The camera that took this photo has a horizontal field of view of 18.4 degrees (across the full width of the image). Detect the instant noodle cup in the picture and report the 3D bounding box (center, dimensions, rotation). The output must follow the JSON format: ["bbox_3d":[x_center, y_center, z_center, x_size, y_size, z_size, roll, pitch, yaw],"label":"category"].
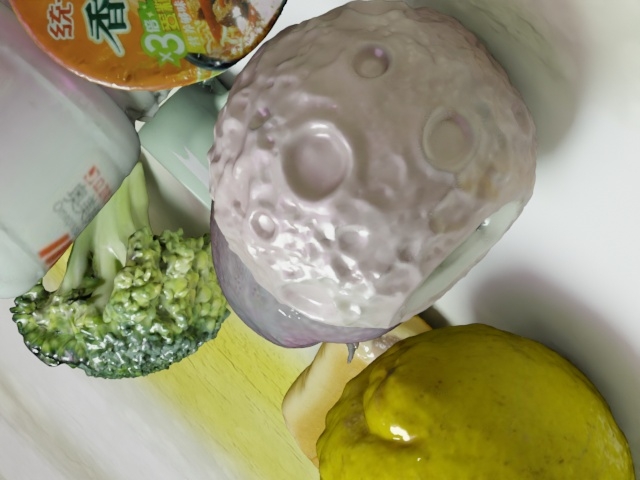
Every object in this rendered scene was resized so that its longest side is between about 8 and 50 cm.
[{"bbox_3d":[-0.132,-0.232,1.579,0.230,0.230,0.182,51,-179,-4],"label":"instant noodle cup"}]

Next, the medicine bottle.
[{"bbox_3d":[-0.270,-0.138,1.777,0.256,0.325,0.256,38,169,8],"label":"medicine bottle"}]

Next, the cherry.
[{"bbox_3d":[0.000,0.000,1.745,0.213,0.183,0.266,-13,109,50],"label":"cherry"}]

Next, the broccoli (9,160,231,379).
[{"bbox_3d":[-0.225,0.031,2.140,0.263,0.247,0.243,-24,-70,-79],"label":"broccoli"}]

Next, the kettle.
[{"bbox_3d":[-0.084,-0.087,1.891,0.148,0.127,0.098,46,-173,2],"label":"kettle"}]

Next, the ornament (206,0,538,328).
[{"bbox_3d":[0.033,-0.064,1.521,0.225,0.259,0.259,47,155,12],"label":"ornament"}]

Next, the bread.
[{"bbox_3d":[0.049,0.153,1.985,0.142,0.091,0.305,54,155,9],"label":"bread"}]

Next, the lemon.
[{"bbox_3d":[0.148,0.224,1.736,0.316,0.285,0.285,32,157,-11],"label":"lemon"}]
